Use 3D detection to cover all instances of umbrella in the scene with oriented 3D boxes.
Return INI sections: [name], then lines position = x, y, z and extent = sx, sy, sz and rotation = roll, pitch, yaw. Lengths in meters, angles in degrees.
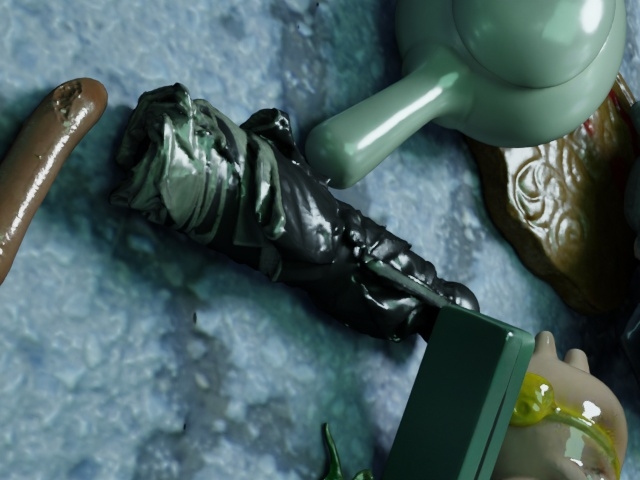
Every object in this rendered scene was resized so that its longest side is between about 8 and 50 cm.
[umbrella]
position = 0.003, -0.006, 1.039
extent = 0.358, 0.106, 0.113
rotation = 30, 56, -34

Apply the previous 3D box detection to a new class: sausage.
[sausage]
position = -0.193, -0.043, 0.909
extent = 0.043, 0.043, 0.186
rotation = 43, 53, -27

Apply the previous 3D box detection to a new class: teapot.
[teapot]
position = 0.140, -0.144, 1.167
extent = 0.220, 0.149, 0.318
rotation = 25, 76, -1

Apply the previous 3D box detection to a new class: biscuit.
[biscuit]
position = 0.247, -0.081, 1.332
extent = 0.273, 0.049, 0.257
rotation = 52, 50, -19

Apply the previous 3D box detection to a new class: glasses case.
[glasses case]
position = 0.103, 0.147, 1.065
extent = 0.039, 0.078, 0.184
rotation = 16, 94, -42

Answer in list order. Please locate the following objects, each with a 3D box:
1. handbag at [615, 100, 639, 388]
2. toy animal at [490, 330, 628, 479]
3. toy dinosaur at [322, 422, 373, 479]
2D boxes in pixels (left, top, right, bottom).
[handbag]
position = 0.372, -0.001, 1.327
extent = 0.269, 0.118, 0.325
rotation = 52, 51, -47
[toy animal]
position = 0.183, 0.198, 1.132
extent = 0.165, 0.149, 0.248
rotation = 24, 69, -19
[toy dinosaur]
position = 0.012, 0.200, 1.050
extent = 0.060, 0.029, 0.119
rotation = -9, 83, -29
